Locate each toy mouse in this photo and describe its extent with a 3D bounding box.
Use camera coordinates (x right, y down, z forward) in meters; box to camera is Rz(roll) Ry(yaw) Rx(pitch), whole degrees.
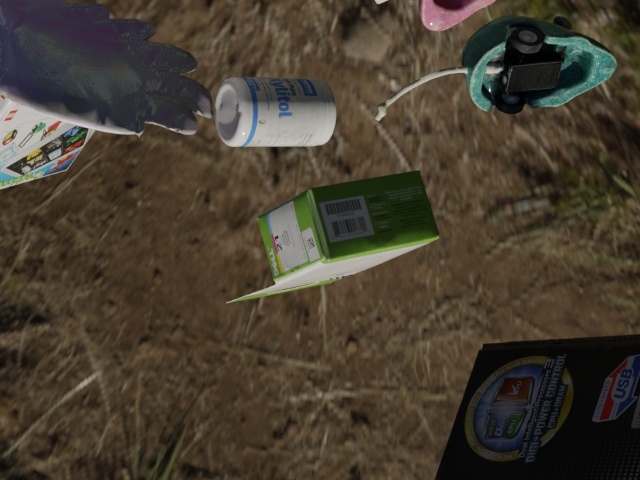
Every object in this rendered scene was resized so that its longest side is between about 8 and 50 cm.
[{"bbox_3d":[0.075,-0.096,0.562,0.143,0.031,0.161,-36,138,19],"label":"toy mouse"}]

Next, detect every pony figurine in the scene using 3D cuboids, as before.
[{"bbox_3d":[-0.258,-0.255,1.254,0.351,0.303,0.363,3,126,3],"label":"pony figurine"}]

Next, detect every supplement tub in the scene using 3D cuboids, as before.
[{"bbox_3d":[-0.046,-0.129,1.465,0.107,0.071,0.071,-4,110,-29],"label":"supplement tub"}]

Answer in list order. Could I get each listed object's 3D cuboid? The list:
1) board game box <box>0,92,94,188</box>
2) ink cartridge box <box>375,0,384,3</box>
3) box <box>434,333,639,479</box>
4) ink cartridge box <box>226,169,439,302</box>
[{"bbox_3d":[-0.376,-0.154,1.900,0.053,0.305,0.193,43,112,8],"label":"board game box"},{"bbox_3d":[0.122,-0.380,1.659,0.203,0.086,0.148,-21,140,18],"label":"ink cartridge box"},{"bbox_3d":[0.160,0.182,0.878,0.216,0.270,0.060,-6,139,41],"label":"box"},{"bbox_3d":[0.000,0.000,1.912,0.255,0.189,0.097,-24,79,52],"label":"ink cartridge box"}]
